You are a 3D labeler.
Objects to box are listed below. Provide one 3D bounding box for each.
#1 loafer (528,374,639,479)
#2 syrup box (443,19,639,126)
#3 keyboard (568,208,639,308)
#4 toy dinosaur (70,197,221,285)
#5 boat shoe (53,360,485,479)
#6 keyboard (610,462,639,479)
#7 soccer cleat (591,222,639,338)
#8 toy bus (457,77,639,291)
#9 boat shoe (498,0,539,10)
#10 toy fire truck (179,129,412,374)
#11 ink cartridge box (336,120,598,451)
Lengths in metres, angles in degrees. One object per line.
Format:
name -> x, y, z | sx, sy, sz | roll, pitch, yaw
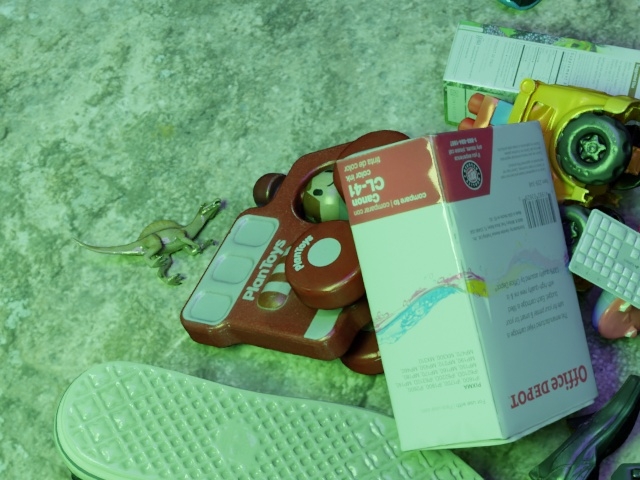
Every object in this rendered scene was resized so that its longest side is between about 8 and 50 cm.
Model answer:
loafer -> 0.288, 0.204, 1.653 | 0.061, 0.062, 0.170 | 30, 66, 26
syrup box -> 0.271, -0.181, 1.857 | 0.236, 0.093, 0.096 | 11, 61, 12
keyboard -> 0.379, 0.054, 1.665 | 0.256, 0.014, 0.072 | 28, 85, -19
toy dinosaur -> -0.194, 0.008, 1.835 | 0.183, 0.053, 0.093 | -19, 44, -13
boat shoe -> -0.034, 0.261, 1.607 | 0.500, 0.156, 0.187 | 17, 60, -1
keyboard -> 0.397, 0.373, 1.559 | 0.201, 0.033, 0.317 | 0, 61, 6
soccer cleat -> 0.379, 0.016, 1.747 | 0.248, 0.083, 0.095 | -42, 48, -17
toy bus -> 0.248, -0.076, 1.739 | 0.211, 0.149, 0.220 | 21, 98, 23
boat shoe -> 0.308, -0.407, 1.986 | 0.109, 0.089, 0.258 | 19, 64, 16
toy fire truck -> 0.000, 0.000, 1.758 | 0.253, 0.169, 0.302 | 9, 59, 33
ink cartridge box -> 0.155, 0.043, 1.589 | 0.131, 0.226, 0.306 | -11, 89, 36
